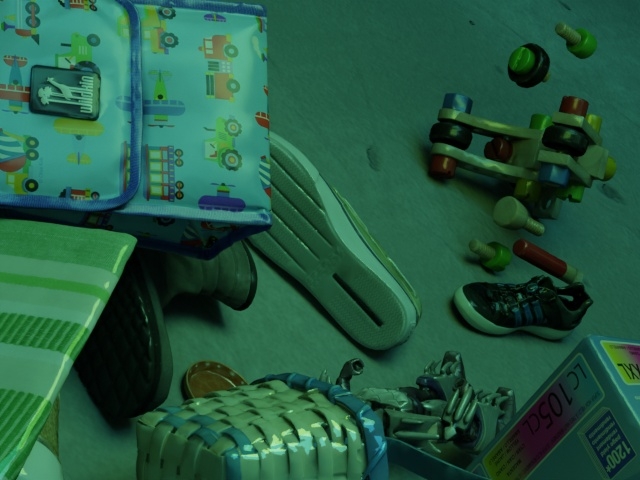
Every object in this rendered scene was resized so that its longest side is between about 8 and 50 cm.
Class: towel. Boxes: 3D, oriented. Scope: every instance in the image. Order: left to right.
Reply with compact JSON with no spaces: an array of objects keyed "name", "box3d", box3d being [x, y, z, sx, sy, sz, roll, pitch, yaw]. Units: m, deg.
[{"name":"towel","box3d":[-0.314,0.093,1.392,0.248,0.038,0.325,6,41,13]}]

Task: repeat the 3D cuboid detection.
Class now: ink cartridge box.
[{"name":"ink cartridge box","box3d":[0.320,0.326,1.686,0.151,0.270,0.395,5,44,-39]}]

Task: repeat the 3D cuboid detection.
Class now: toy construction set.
[{"name":"toy construction set","box3d":[0.305,-0.073,2.293,0.237,0.257,0.309,27,51,-42]}]

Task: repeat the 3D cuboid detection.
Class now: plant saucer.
[{"name":"plant saucer","box3d":[-0.100,0.154,1.724,0.083,0.013,0.083,26,33,-19]}]

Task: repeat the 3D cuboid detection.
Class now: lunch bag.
[{"name":"lunch bag","box3d":[-0.203,-0.117,1.591,0.293,0.138,0.221,7,72,-30]}]

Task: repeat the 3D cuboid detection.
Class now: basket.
[{"name":"basket","box3d":[-0.004,0.218,1.513,0.289,0.201,0.255,-6,7,-27]}]

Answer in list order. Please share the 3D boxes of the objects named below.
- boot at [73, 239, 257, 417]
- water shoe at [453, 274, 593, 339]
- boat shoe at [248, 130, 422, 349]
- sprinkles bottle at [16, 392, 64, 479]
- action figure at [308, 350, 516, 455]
[{"name":"boot","box3d":[-0.148,0.040,1.734,0.222,0.118,0.338,16,41,-39]},{"name":"water shoe","box3d":[0.250,0.069,2.142,0.203,0.080,0.073,8,41,-41]},{"name":"boat shoe","box3d":[0.000,0.000,1.972,0.302,0.109,0.094,52,17,6]},{"name":"sprinkles bottle","box3d":[-0.281,0.109,1.488,0.121,0.121,0.355,22,34,-25]},{"name":"action figure","box3d":[0.093,0.173,1.794,0.185,0.099,0.285,17,7,32]}]
